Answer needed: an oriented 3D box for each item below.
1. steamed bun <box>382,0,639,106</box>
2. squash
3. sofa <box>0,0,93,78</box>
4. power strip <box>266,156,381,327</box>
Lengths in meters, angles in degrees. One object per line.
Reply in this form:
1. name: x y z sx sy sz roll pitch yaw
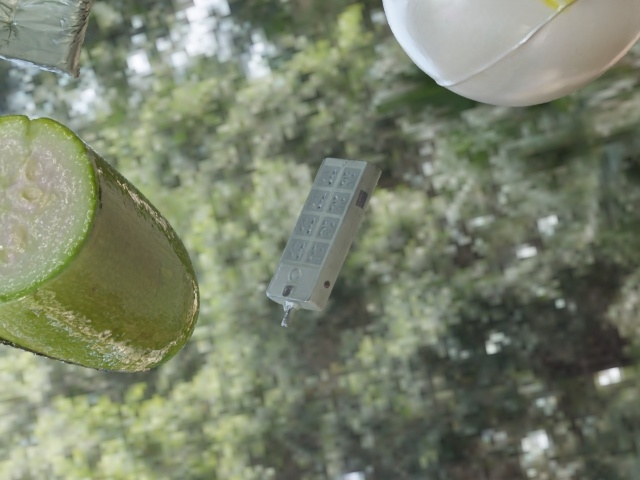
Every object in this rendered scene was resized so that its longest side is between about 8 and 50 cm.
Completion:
1. steamed bun: 0.232 -0.320 1.935 0.334 0.334 0.374 58 -138 -34
2. squash: -0.266 0.025 1.996 0.309 0.210 0.234 53 -147 -59
3. sofa: -0.388 -0.328 2.246 0.225 0.210 0.176 158 126 -81
4. power strip: 0.000 0.000 1.272 0.019 0.051 0.136 37 -109 -43
